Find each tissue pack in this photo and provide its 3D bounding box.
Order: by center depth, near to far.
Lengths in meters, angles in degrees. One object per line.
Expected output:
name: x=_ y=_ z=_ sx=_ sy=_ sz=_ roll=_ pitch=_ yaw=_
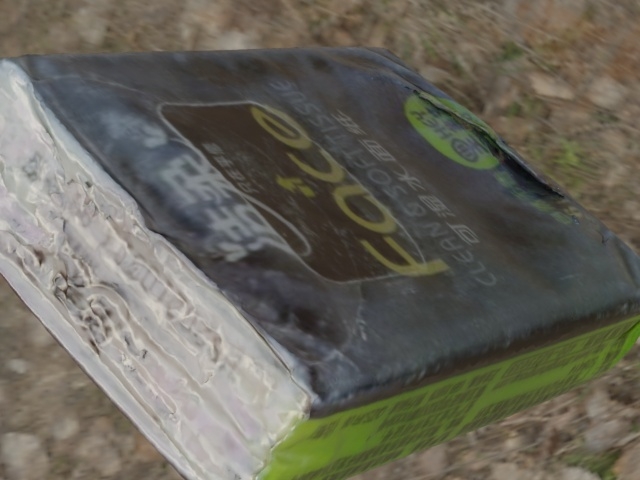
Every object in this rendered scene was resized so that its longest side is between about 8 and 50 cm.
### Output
tissue pack: x=0.000 y=0.000 z=0.680 sx=0.173 sy=0.235 sz=0.073 roll=45 pitch=120 yaw=24
